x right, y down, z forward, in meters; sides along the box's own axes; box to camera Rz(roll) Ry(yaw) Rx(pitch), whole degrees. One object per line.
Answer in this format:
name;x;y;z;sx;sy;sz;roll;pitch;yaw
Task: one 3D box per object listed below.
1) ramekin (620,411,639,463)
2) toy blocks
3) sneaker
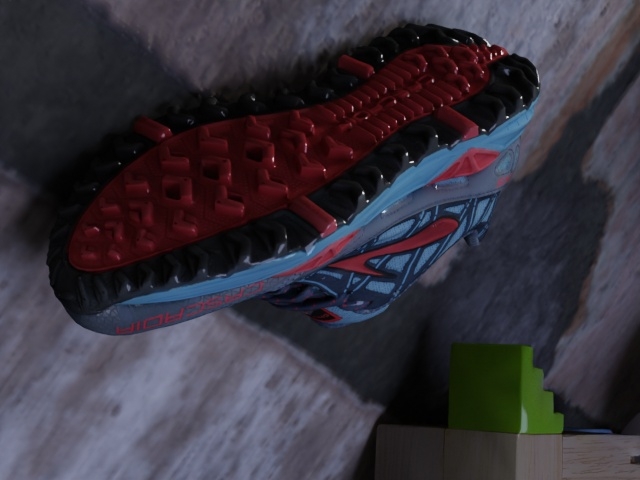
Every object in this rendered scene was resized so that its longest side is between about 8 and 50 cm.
ramekin;0.350;0.176;1.036;0.273;0.127;0.273;-5;151;-3
toy blocks;0.144;0.258;0.912;0.261;0.191;0.381;8;82;-50
sneaker;0.000;0.000;0.664;0.262;0.104;0.125;-24;134;-35
